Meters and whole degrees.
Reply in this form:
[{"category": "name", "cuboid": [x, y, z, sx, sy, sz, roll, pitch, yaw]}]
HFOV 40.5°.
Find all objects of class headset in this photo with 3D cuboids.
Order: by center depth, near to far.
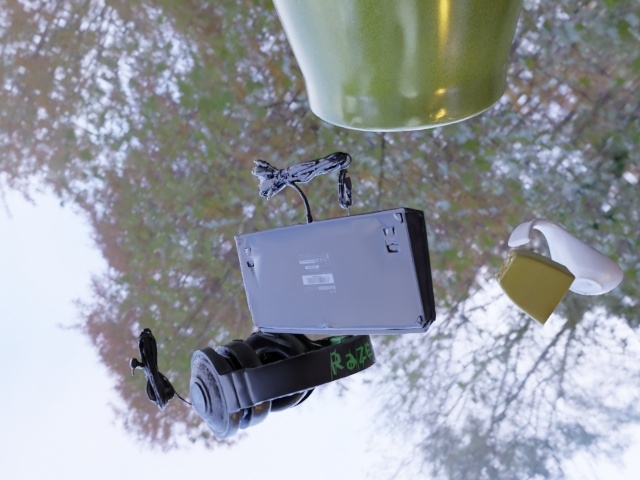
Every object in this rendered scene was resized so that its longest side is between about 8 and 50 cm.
[{"category": "headset", "cuboid": [-0.111, 0.178, 1.279, 0.243, 0.394, 0.185, -10, -98, -59]}]

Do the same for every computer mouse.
[{"category": "computer mouse", "cuboid": [0.077, -0.046, 1.828, 0.041, 0.242, 0.071, 1, -142, 21]}]

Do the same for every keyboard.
[{"category": "keyboard", "cuboid": [0.000, 0.000, 0.921, 0.033, 0.317, 0.201, -13, -86, -36]}]

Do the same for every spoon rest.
[{"category": "spoon rest", "cuboid": [0.504, 0.031, 1.773, 0.276, 0.137, 0.084, 30, -119, -26]}]

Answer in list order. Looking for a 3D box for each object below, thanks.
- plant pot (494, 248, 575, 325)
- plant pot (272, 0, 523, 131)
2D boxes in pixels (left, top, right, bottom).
[{"category": "plant pot", "cuboid": [0.291, 0.055, 1.207, 0.083, 0.081, 0.081, 31, -169, 0]}, {"category": "plant pot", "cuboid": [0.083, -0.323, 0.968, 0.366, 0.353, 0.366, -6, -152, 3]}]
